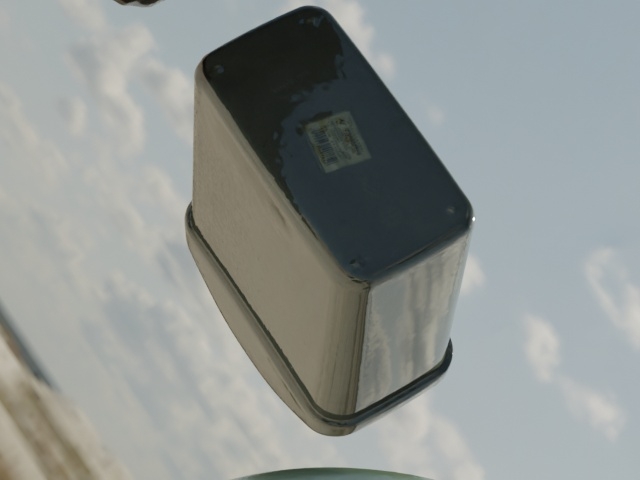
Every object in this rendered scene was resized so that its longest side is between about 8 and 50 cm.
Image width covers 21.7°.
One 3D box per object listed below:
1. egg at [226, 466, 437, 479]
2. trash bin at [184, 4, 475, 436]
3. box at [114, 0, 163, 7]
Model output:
[{"bbox_3d":[0.025,0.148,0.422,0.230,0.168,0.168,26,3,-24],"label":"egg"},{"bbox_3d":[0.000,0.000,0.931,0.177,0.101,0.236,57,-16,21],"label":"trash bin"},{"bbox_3d":[-0.075,-0.273,0.680,0.091,0.350,0.359,32,11,19],"label":"box"}]
